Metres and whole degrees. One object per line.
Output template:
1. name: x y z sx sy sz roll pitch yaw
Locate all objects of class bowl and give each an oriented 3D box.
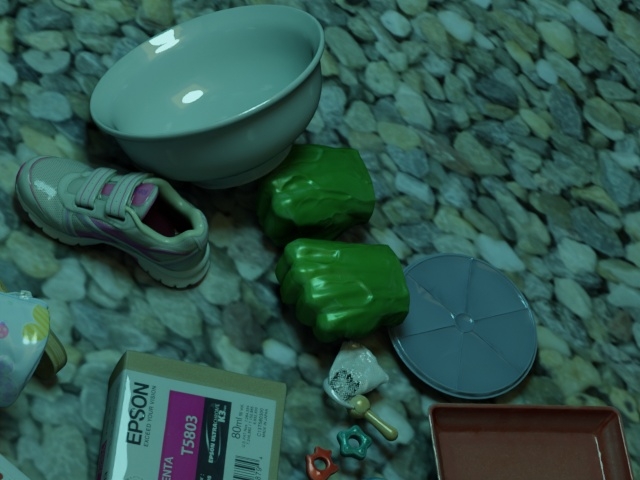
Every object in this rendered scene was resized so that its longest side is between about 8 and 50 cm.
1. bowl: -0.119 -0.156 2.073 0.297 0.134 0.298 -14 33 10

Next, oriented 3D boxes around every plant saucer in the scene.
1. plant saucer: 0.255 0.322 2.020 0.258 0.048 0.259 3 60 -19

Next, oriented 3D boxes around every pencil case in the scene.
1. pencil case: -0.420 0.076 1.785 0.273 0.113 0.124 24 100 -21

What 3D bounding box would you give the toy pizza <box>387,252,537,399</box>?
1. toy pizza: 0.174 0.108 2.123 0.201 0.032 0.201 8 59 -14

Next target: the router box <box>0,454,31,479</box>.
1. router box: -0.471 0.283 1.693 0.301 0.082 0.335 40 38 5

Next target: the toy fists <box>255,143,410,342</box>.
1. toy fists: 0.000 0.000 2.083 0.142 0.096 0.279 1 57 -30

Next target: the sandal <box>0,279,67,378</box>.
1. sandal: -0.392 0.075 1.900 0.240 0.088 0.079 44 50 2

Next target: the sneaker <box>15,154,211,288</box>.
1. sneaker: -0.235 -0.043 2.011 0.252 0.111 0.103 22 56 -7

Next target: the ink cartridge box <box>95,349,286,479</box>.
1. ink cartridge box: -0.147 0.256 1.886 0.193 0.088 0.235 13 58 -14

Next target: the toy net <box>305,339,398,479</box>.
1. toy net: 0.031 0.229 1.996 0.122 0.045 0.232 1 59 -17
